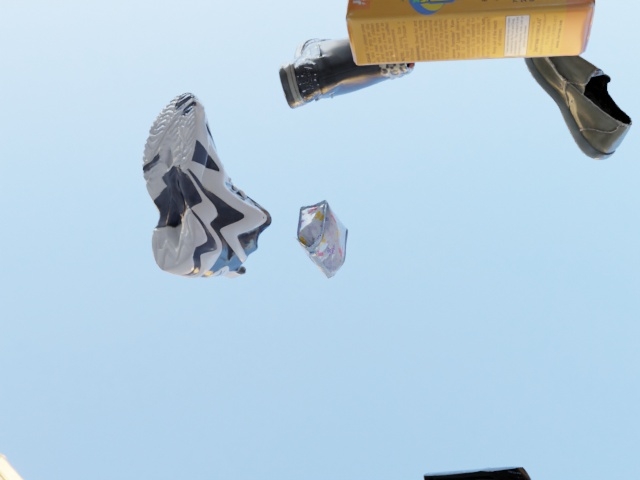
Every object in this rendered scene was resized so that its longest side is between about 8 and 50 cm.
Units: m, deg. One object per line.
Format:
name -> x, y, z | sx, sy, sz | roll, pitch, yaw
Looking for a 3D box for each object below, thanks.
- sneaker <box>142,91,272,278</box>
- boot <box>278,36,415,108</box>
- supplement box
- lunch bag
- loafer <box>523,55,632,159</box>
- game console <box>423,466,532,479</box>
sneaker -> -0.133, -0.058, 0.902 | 0.153, 0.094, 0.235 | 25, -133, -54
boot -> 0.050, -0.260, 1.040 | 0.179, 0.236, 0.085 | -12, -69, 18
supplement box -> 0.144, -0.231, 0.717 | 0.233, 0.080, 0.078 | -1, -112, 13
lunch bag -> 0.000, 0.000, 0.974 | 0.053, 0.071, 0.083 | -16, -133, 24
loafer -> 0.405, -0.249, 1.120 | 0.094, 0.087, 0.251 | -20, -104, -34
game console -> 0.114, 0.406, 0.917 | 0.044, 0.361, 0.213 | 11, -113, -51
